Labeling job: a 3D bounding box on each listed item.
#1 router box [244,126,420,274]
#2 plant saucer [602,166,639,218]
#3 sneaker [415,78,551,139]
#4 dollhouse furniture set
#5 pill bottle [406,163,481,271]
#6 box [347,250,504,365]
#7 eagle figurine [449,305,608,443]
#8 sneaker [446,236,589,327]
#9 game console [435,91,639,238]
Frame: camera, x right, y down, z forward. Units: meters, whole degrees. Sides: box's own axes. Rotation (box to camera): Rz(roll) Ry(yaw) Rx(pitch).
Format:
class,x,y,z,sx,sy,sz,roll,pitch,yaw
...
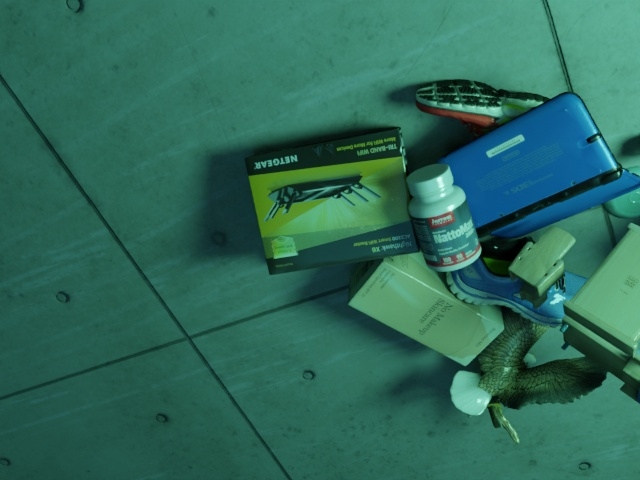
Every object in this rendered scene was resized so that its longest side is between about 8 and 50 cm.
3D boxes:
class,x,y,z,sx,sy,sz,roll,pitch,yaw
router box,0.027,-0.076,1.341,0.309,0.081,0.242,-10,100,12
plant saucer,0.625,-0.090,1.353,0.120,0.021,0.119,3,124,4
sneaker,0.306,-0.216,1.258,0.279,0.107,0.118,12,128,-2
dollhouse furniture set,0.551,0.121,1.305,0.198,0.286,0.303,-47,145,-9
pill bottle,0.222,-0.043,1.252,0.108,0.108,0.180,-16,112,15
box,0.228,0.128,1.474,0.311,0.121,0.148,28,122,-12
eagle figurine,0.449,0.280,1.513,0.226,0.225,0.298,31,129,-8
sneaker,0.436,0.080,1.394,0.330,0.129,0.147,11,140,-10
game console,0.411,-0.125,1.277,0.293,0.173,0.250,-27,100,35
